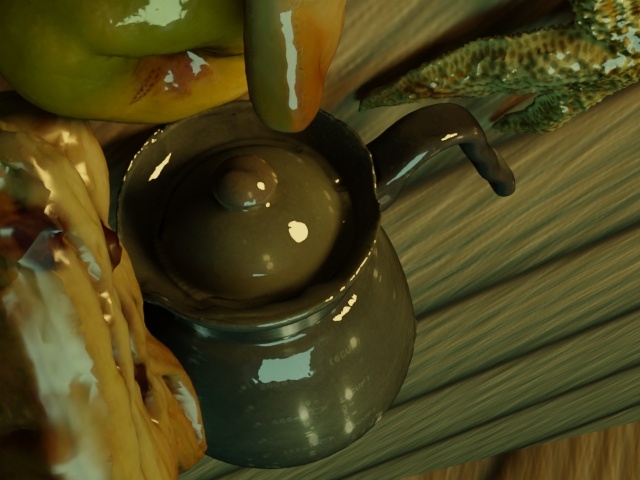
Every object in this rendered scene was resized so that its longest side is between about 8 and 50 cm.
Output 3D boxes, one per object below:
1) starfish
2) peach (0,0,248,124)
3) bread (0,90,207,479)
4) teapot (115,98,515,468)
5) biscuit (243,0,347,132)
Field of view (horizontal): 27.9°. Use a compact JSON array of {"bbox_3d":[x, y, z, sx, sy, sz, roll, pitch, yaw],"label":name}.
[{"bbox_3d":[0.215,-0.144,0.884,0.347,0.078,0.358,-14,160,-15],"label":"starfish"},{"bbox_3d":[-0.082,-0.126,0.650,0.179,0.103,0.179,-15,164,-4],"label":"peach"},{"bbox_3d":[-0.233,0.081,0.810,0.314,0.370,0.191,-2,-156,23],"label":"bread"},{"bbox_3d":[-0.004,0.021,0.924,0.305,0.223,0.285,-2,153,3],"label":"teapot"},{"bbox_3d":[-0.007,-0.155,0.524,0.047,0.164,0.208,24,167,18],"label":"biscuit"}]
